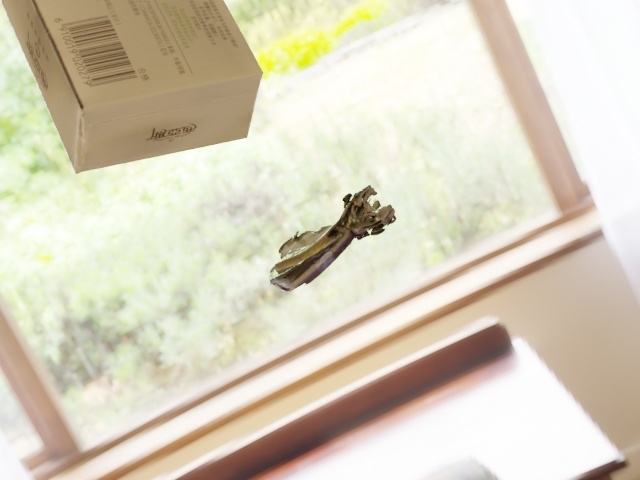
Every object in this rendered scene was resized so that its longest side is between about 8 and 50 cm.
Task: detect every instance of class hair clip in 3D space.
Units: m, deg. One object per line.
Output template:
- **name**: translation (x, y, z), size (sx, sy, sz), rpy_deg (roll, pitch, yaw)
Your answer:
- **hair clip**: translation (0.000, 0.001, 1.312), size (0.172, 0.049, 0.116), rpy_deg (-33, 4, 41)

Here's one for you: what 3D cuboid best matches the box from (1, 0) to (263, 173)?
- **box**: translation (-0.200, -0.211, 1.394), size (0.194, 0.260, 0.111), rpy_deg (-13, -34, -23)
